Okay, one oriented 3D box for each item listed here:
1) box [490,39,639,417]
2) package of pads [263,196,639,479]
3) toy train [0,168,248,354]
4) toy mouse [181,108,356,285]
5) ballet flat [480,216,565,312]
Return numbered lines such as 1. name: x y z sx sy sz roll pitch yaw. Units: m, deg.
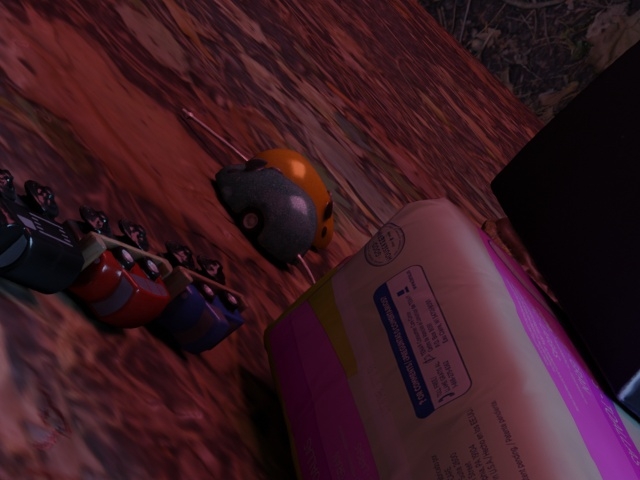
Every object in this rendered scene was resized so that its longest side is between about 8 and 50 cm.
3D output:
1. box: 0.186 0.034 0.696 0.207 0.108 0.153 39 16 -30
2. package of pads: 0.114 0.138 0.631 0.296 0.101 0.229 43 13 -24
3. toy train: -0.067 0.011 0.586 0.036 0.027 0.158 56 14 27
4. toy mouse: 0.000 0.000 0.869 0.161 0.031 0.143 43 11 -18
5. ballet flat: 0.178 0.138 0.840 0.348 0.123 0.123 42 11 -7
